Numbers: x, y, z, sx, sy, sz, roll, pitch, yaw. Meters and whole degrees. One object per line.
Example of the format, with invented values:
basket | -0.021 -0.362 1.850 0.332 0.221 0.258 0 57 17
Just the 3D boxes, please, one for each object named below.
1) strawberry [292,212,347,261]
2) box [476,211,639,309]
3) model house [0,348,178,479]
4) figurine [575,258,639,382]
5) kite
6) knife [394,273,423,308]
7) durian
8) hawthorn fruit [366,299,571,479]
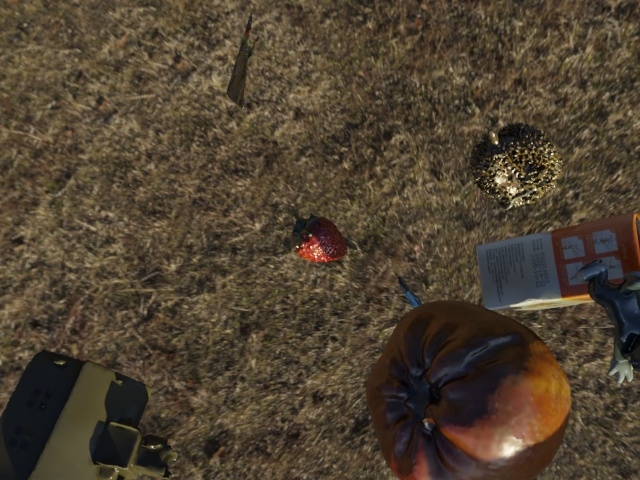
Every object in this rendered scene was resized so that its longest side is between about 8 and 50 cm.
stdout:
strawberry | -0.006 0.003 1.595 0.131 0.148 0.131 -20 42 19
box | 0.525 0.053 1.279 0.341 0.224 0.144 -17 74 44
model house | -0.335 0.320 0.961 0.243 0.204 0.211 10 57 8
figurine | 0.528 0.128 0.975 0.193 0.140 0.265 -29 80 -7
kite | -0.079 -0.171 0.633 0.004 0.090 0.122 13 57 -24
knife | 0.274 0.204 1.577 0.026 0.044 0.297 -35 99 3
durian | 0.176 -0.071 0.574 0.080 0.091 0.080 -24 40 22
hawthorn fruit | 0.222 0.227 0.893 0.277 0.298 0.277 -24 55 40
